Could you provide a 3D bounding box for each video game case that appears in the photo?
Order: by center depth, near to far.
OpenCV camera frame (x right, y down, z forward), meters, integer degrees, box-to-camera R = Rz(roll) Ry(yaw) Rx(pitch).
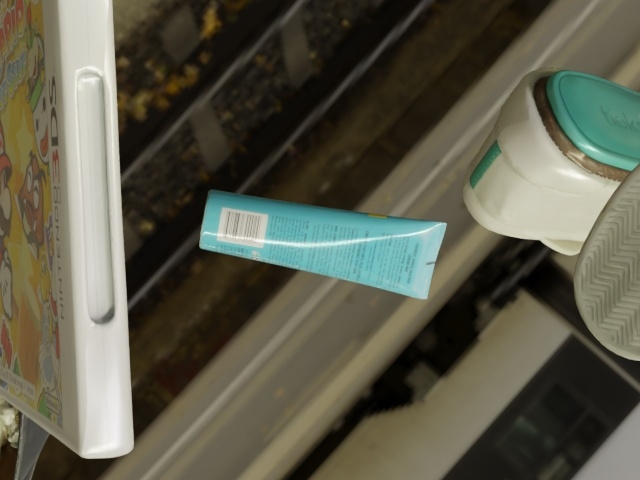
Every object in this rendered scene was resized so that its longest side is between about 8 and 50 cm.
[{"bbox_3d":[-0.133,-0.021,0.649,0.026,0.206,0.227,-4,-176,-23],"label":"video game case"}]

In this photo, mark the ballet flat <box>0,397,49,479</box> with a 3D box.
[{"bbox_3d":[-0.208,0.161,0.808,0.074,0.074,0.203,91,14,-72],"label":"ballet flat"}]

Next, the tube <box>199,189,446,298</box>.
[{"bbox_3d":[0.000,0.000,1.222,0.052,0.207,0.080,-79,180,-53],"label":"tube"}]

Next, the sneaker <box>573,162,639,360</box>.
[{"bbox_3d":[0.274,-0.043,0.735,0.169,0.108,0.292,-8,149,-45],"label":"sneaker"}]

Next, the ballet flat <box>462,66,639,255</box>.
[{"bbox_3d":[0.263,-0.034,1.045,0.400,0.139,0.139,9,129,-36],"label":"ballet flat"}]
